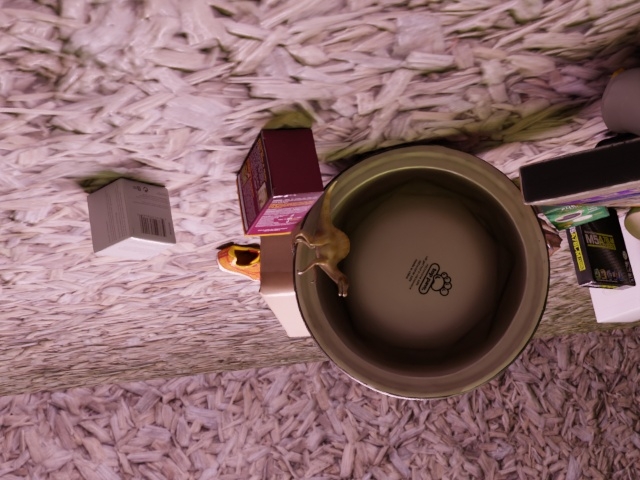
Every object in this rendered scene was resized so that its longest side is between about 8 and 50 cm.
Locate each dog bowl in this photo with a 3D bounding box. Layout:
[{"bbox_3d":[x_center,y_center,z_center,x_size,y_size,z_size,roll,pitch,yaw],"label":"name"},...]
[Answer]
[{"bbox_3d":[0.165,0.050,1.550,0.408,0.408,0.150,-12,177,7],"label":"dog bowl"}]

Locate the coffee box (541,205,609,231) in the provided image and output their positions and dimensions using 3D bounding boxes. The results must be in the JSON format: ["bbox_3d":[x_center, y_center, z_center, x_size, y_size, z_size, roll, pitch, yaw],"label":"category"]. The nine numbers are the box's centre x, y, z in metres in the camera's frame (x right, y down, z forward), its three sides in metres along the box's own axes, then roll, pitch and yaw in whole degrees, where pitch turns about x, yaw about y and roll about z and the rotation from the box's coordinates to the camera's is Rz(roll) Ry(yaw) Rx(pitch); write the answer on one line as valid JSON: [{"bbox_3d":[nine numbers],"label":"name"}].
[{"bbox_3d":[0.506,-0.068,1.861,0.113,0.040,0.184,-19,163,20],"label":"coffee box"}]

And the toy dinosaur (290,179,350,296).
[{"bbox_3d":[0.000,0.000,1.482,0.092,0.183,0.053,-10,-174,-8],"label":"toy dinosaur"}]

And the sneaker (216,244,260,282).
[{"bbox_3d":[-0.132,0.047,1.909,0.067,0.064,0.175,-20,162,37],"label":"sneaker"}]

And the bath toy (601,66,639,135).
[{"bbox_3d":[0.580,-0.201,1.371,0.348,0.129,0.151,-4,129,-23],"label":"bath toy"}]

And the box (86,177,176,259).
[{"bbox_3d":[-0.296,-0.031,1.465,0.087,0.102,0.101,-23,161,32],"label":"box"}]

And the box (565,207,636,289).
[{"bbox_3d":[0.603,0.013,2.028,0.190,0.184,0.045,7,159,-44],"label":"box"}]

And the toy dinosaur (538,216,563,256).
[{"bbox_3d":[0.418,-0.002,1.882,0.295,0.127,0.200,-3,156,-43],"label":"toy dinosaur"}]

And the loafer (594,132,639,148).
[{"bbox_3d":[0.577,-0.172,1.588,0.223,0.076,0.078,-7,134,7],"label":"loafer"}]

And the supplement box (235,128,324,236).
[{"bbox_3d":[-0.066,-0.084,1.418,0.080,0.104,0.188,-5,164,-19],"label":"supplement box"}]

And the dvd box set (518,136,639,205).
[{"bbox_3d":[0.529,-0.106,1.376,0.307,0.062,0.420,-12,174,41],"label":"dvd box set"}]

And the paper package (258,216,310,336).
[{"bbox_3d":[0.062,0.064,1.804,0.324,0.168,0.309,-5,159,8],"label":"paper package"}]

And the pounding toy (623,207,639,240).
[{"bbox_3d":[0.736,-0.075,2.004,0.237,0.110,0.183,30,160,-20],"label":"pounding toy"}]

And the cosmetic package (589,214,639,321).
[{"bbox_3d":[0.754,0.060,2.210,0.138,0.225,0.224,1,160,-34],"label":"cosmetic package"}]

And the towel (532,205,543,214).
[{"bbox_3d":[0.423,-0.080,1.884,0.197,0.029,0.144,-18,163,16],"label":"towel"}]
